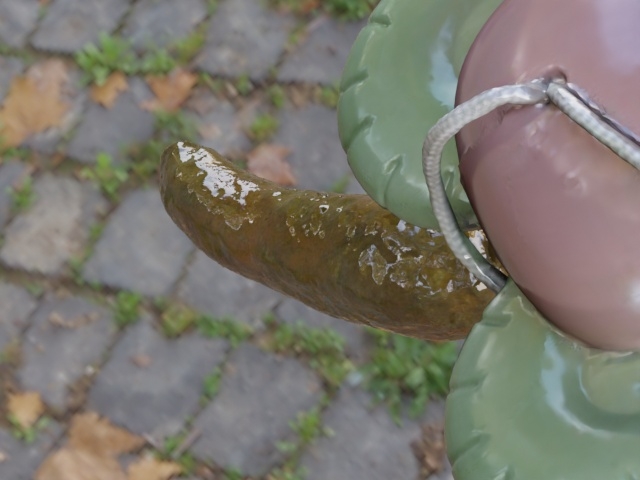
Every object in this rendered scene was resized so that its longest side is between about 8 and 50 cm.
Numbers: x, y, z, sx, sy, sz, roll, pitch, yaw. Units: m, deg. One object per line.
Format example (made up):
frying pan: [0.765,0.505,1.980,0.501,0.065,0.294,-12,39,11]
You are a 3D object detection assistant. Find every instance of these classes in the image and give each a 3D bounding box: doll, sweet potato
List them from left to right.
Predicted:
sweet potato: [0.000,0.000,0.967,0.273,0.075,0.075,16,67,48]
doll: [0.123,-0.049,0.676,0.268,0.216,0.284,-35,50,20]
